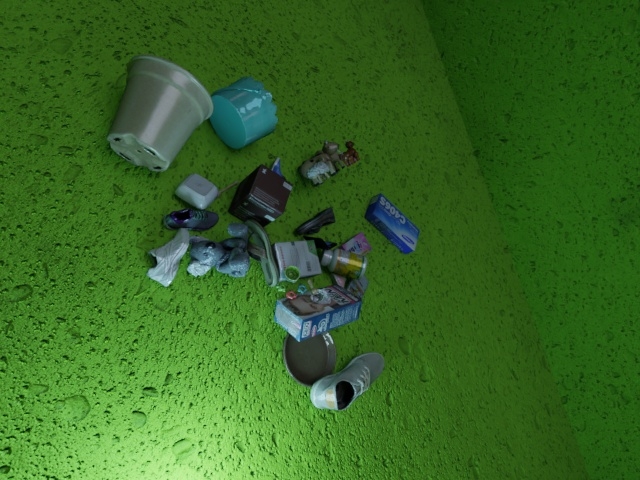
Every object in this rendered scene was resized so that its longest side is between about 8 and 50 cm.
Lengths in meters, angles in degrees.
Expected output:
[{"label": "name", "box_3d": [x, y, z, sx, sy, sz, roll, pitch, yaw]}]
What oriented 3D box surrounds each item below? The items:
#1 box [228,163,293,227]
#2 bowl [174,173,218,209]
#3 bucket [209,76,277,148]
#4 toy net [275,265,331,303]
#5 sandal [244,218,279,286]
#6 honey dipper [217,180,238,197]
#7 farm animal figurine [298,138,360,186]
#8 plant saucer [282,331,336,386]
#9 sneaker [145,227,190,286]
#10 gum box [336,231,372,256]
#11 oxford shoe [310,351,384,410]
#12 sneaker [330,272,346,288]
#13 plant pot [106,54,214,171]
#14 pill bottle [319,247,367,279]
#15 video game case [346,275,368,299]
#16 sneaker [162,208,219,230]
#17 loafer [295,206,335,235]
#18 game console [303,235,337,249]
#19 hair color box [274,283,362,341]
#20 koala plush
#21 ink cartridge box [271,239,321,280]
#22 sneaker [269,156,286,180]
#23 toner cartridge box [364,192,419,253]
[{"label": "box", "box_3d": [-0.255, -0.179, 1.761, 0.168, 0.203, 0.167, 32, 55, -25]}, {"label": "bowl", "box_3d": [-0.483, -0.204, 1.651, 0.142, 0.053, 0.142, 33, 41, -5]}, {"label": "bucket", "box_3d": [-0.342, -0.546, 1.803, 0.183, 0.281, 0.281, -41, 99, -34]}, {"label": "toy net", "box_3d": [-0.059, 0.202, 1.705, 0.232, 0.045, 0.122, 29, 54, -2]}, {"label": "sandal", "box_3d": [-0.255, 0.051, 1.729, 0.086, 0.120, 0.303, -17, 83, -28]}, {"label": "honey dipper", "box_3d": [-0.404, -0.219, 1.772, 0.030, 0.030, 0.160, 54, 46, -8]}, {"label": "farm animal figurine", "box_3d": [0.029, -0.403, 2.086, 0.326, 0.330, 0.172, -34, 98, -14]}, {"label": "plant saucer", "box_3d": [-0.049, 0.476, 1.766, 0.278, 0.041, 0.278, 17, 62, -35]}, {"label": "sneaker", "box_3d": [-0.552, 0.042, 1.503, 0.115, 0.090, 0.232, 28, 55, -24]}, {"label": "gum box", "box_3d": [0.173, 0.042, 2.114, 0.188, 0.062, 0.107, -34, 95, -42]}, {"label": "oxford shoe", "box_3d": [0.151, 0.607, 1.790, 0.449, 0.130, 0.169, -9, 93, -46]}, {"label": "sneaker", "box_3d": [0.101, 0.213, 1.991, 0.070, 0.051, 0.134, -12, 75, -36]}, {"label": "plant pot", "box_3d": [-0.608, -0.439, 1.530, 0.333, 0.334, 0.305, 29, 66, -27]}, {"label": "pill bottle", "box_3d": [0.104, 0.104, 1.965, 0.208, 0.117, 0.118, 17, 59, -8]}, {"label": "video game case", "box_3d": [0.182, 0.229, 2.054, 0.119, 0.015, 0.166, 56, 45, -30]}, {"label": "sneaker", "box_3d": [-0.482, -0.084, 1.604, 0.223, 0.098, 0.083, -10, 79, -41]}, {"label": "loafer", "box_3d": [-0.011, -0.077, 1.997, 0.267, 0.096, 0.084, -37, 102, -44]}, {"label": "game console", "box_3d": [0.000, 0.000, 1.938, 0.107, 0.122, 0.071, -26, 116, -43]}, {"label": "hair color box", "box_3d": [-0.005, 0.296, 1.775, 0.347, 0.174, 0.105, -10, 118, -41]}, {"label": "koala plush", "box_3d": [-0.394, 0.055, 1.594, 0.221, 0.203, 0.196, 0, 61, -17]}, {"label": "ink cartridge box", "box_3d": [-0.119, 0.090, 1.833, 0.219, 0.092, 0.160, -3, 75, -39]}, {"label": "sneaker", "box_3d": [-0.198, -0.313, 1.959, 0.084, 0.058, 0.152, 27, 61, -22]}, {"label": "toner cartridge box", "box_3d": [0.411, -0.093, 2.359, 0.348, 0.075, 0.165, 39, 53, -21]}]
